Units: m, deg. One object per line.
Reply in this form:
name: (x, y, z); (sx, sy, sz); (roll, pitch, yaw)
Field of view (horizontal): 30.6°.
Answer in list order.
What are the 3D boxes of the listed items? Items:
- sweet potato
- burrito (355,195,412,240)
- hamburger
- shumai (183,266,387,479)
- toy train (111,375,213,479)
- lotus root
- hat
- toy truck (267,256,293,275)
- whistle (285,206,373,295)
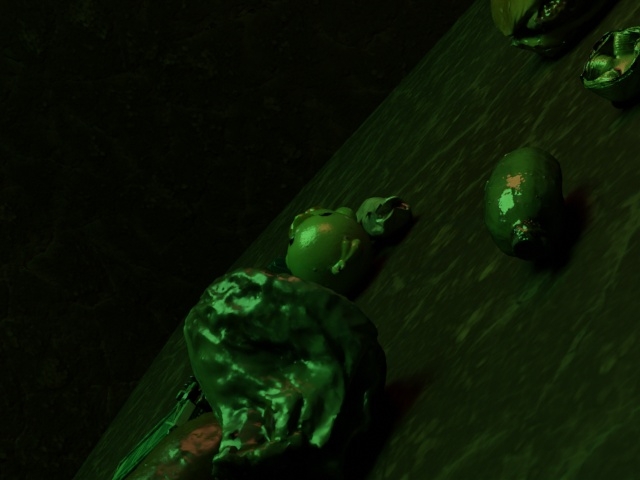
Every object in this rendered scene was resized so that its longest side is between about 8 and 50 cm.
sweet potato: (-0.173, 0.319, 1.389); (0.370, 0.158, 0.158); (-48, 6, -19)
burrito: (0.098, -0.035, 1.872); (0.087, 0.060, 0.226); (-51, 6, -5)
hamburger: (0.369, -0.405, 1.775); (0.259, 0.144, 0.283); (-47, 13, 3)
shumai: (-0.060, 0.164, 1.214); (0.222, 0.225, 0.260); (-59, 11, -18)
toy train: (-0.217, 0.324, 1.819); (0.269, 0.115, 0.154); (-45, 17, 38)
lotus root: (0.195, -0.033, 1.119); (0.077, 0.090, 0.183); (-5, 23, 14)
hat: (0.320, -0.179, 1.228); (0.076, 0.059, 0.077); (-6, 48, 58)
toy truck: (-0.081, 0.137, 1.879); (0.114, 0.124, 0.253); (-47, 6, 46)
whistle: (-0.006, -0.006, 1.858); (0.141, 0.141, 0.294); (-50, 30, 7)
